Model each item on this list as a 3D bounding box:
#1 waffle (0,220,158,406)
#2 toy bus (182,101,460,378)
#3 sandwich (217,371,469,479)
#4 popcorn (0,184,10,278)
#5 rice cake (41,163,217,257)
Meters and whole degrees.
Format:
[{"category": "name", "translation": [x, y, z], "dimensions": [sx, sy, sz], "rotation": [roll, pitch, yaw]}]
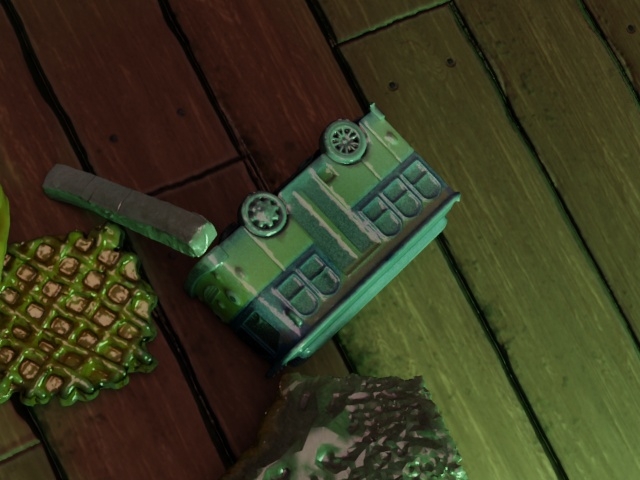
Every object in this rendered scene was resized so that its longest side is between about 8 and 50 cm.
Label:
[{"category": "waffle", "translation": [-0.300, 0.093, 1.703], "dimensions": [0.223, 0.054, 0.204], "rotation": [-13, 77, -18]}, {"category": "toy bus", "translation": [0.000, 0.000, 1.767], "dimensions": [0.190, 0.152, 0.312], "rotation": [47, 66, 2]}, {"category": "sandwich", "translation": [0.024, 0.292, 1.659], "dimensions": [0.262, 0.131, 0.325], "rotation": [28, 68, 16]}, {"category": "popcorn", "translation": [-0.530, -0.036, 1.519], "dimensions": [0.390, 0.344, 0.354], "rotation": [-12, 83, -13]}, {"category": "rice cake", "translation": [-0.227, -0.037, 1.704], "dimensions": [0.245, 0.042, 0.045], "rotation": [21, 65, 30]}]
